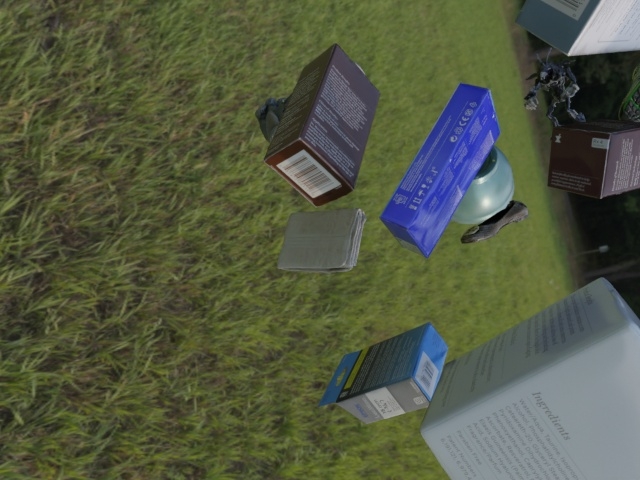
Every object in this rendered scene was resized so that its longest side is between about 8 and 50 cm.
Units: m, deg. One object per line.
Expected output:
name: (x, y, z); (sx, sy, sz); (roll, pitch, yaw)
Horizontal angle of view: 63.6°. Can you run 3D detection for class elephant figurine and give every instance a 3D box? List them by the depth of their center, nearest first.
elephant figurine: (-0.116, -0.388, 1.682); (0.186, 0.169, 0.239); (56, -9, -27)

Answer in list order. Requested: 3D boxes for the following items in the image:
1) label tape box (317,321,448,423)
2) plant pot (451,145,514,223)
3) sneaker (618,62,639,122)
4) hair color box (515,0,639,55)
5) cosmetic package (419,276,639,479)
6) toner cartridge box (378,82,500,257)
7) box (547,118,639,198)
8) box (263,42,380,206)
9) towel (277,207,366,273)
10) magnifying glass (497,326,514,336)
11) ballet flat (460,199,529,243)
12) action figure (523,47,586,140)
label tape box: (0.182, 0.392, 1.482); (0.106, 0.334, 0.240); (53, 35, -10)
plant pot: (0.505, -0.229, 1.746); (0.196, 0.293, 0.292); (58, 28, -60)
sneaker: (1.021, -0.474, 1.589); (0.134, 0.146, 0.343); (45, 76, -11)
hair color box: (0.496, -0.410, 0.814); (0.375, 0.185, 0.113); (-17, 54, -34)
cosmetic package: (0.456, 0.327, 0.947); (0.327, 0.394, 0.329); (55, 24, 6)
toner cartridge box: (0.268, -0.148, 1.124); (0.347, 0.075, 0.165); (-58, 147, -8)
box: (0.744, -0.223, 1.366); (0.203, 0.168, 0.166); (-14, 113, -25)
box: (0.015, -0.293, 1.293); (0.191, 0.143, 0.381); (41, 49, -28)
towel: (0.000, 0.000, 1.505); (0.049, 0.282, 0.187); (32, 66, -46)
magnifying glass: (0.562, 0.299, 1.563); (0.231, 0.092, 0.026); (83, -17, -67)
ballet flat: (0.475, -0.053, 1.413); (0.250, 0.084, 0.058); (-24, 103, -24)
action figure: (0.752, -0.469, 1.656); (0.141, 0.164, 0.275); (-40, 107, -43)
